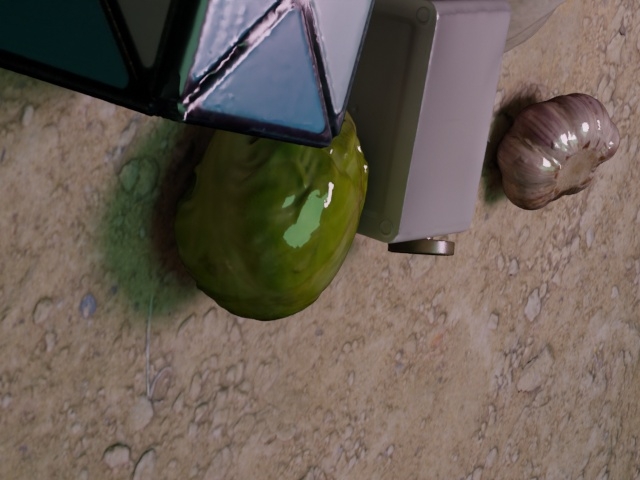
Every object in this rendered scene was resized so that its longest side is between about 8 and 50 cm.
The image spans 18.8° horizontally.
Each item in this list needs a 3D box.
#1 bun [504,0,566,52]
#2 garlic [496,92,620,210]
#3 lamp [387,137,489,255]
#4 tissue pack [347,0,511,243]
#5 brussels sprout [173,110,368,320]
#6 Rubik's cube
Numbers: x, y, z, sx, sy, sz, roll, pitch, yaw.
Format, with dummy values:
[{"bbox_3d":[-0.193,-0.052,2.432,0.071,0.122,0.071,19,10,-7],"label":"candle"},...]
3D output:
[{"bbox_3d":[0.213,-0.310,2.056,0.263,0.175,0.263,-33,132,-48],"label":"bun"},{"bbox_3d":[0.277,-0.112,2.330,0.159,0.102,0.147,-41,146,-4],"label":"garlic"},{"bbox_3d":[0.119,-0.092,2.064,0.121,0.121,0.215,7,86,-59],"label":"lamp"},{"bbox_3d":[0.072,-0.136,1.938,0.136,0.159,0.246,-10,115,-54],"label":"tissue pack"},{"bbox_3d":[-0.035,-0.030,1.820,0.223,0.161,0.223,-34,138,-37],"label":"brussels sprout"},{"bbox_3d":[-0.110,-0.225,1.518,0.248,0.250,0.246,6,101,-56],"label":"Rubik's cube"}]
